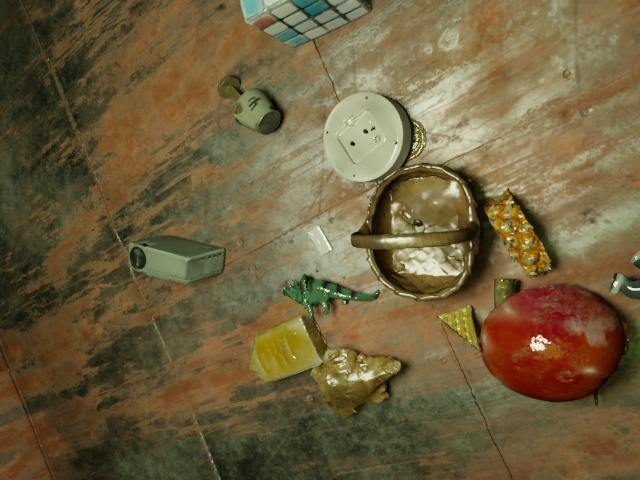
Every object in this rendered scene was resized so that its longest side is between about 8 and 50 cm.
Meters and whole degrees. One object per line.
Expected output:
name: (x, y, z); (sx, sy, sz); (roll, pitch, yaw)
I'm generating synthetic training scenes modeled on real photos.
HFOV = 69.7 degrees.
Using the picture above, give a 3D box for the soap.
soap: (-0.113, 0.338, 1.424); (0.258, 0.080, 0.160); (-28, 85, 26)

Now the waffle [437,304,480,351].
waffle: (0.346, 0.233, 1.156); (0.098, 0.152, 0.023); (-26, 119, 24)

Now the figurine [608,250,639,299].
figurine: (0.752, 0.075, 0.938); (0.266, 0.140, 0.192); (9, 85, 10)

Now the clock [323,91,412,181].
clock: (0.121, -0.270, 1.210); (0.231, 0.083, 0.230); (3, 96, 31)

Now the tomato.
tomato: (0.523, 0.242, 1.020); (0.309, 0.170, 0.308); (1, 97, 5)

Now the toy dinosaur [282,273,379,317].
toy dinosaur: (0.018, 0.172, 1.340); (0.292, 0.079, 0.119); (13, 105, 20)

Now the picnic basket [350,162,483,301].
picnic basket: (0.222, -0.013, 1.078); (0.293, 0.337, 0.336); (-1, 97, 26)

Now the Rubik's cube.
Rubik's cube: (-0.052, -0.673, 1.142); (0.259, 0.256, 0.253); (-12, 92, 27)

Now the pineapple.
pineapple: (0.459, -0.012, 1.064); (0.080, 0.135, 0.233); (-35, 81, 25)

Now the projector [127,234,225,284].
projector: (-0.468, 0.061, 1.493); (0.257, 0.192, 0.099); (12, 102, 24)

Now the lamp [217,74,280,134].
lamp: (-0.214, -0.399, 1.342); (0.214, 0.121, 0.121); (46, 114, 23)

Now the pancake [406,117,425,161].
pancake: (0.225, -0.265, 1.207); (0.115, 0.011, 0.114); (5, 102, 24)

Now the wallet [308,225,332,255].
wallet: (0.000, 0.000, 1.356); (0.044, 0.011, 0.083); (-33, 83, 26)

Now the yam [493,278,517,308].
yam: (0.456, 0.212, 1.142); (0.061, 0.061, 0.252); (3, 100, 26)

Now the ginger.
ginger: (0.109, 0.380, 1.300); (0.270, 0.123, 0.219); (-40, 99, 19)
